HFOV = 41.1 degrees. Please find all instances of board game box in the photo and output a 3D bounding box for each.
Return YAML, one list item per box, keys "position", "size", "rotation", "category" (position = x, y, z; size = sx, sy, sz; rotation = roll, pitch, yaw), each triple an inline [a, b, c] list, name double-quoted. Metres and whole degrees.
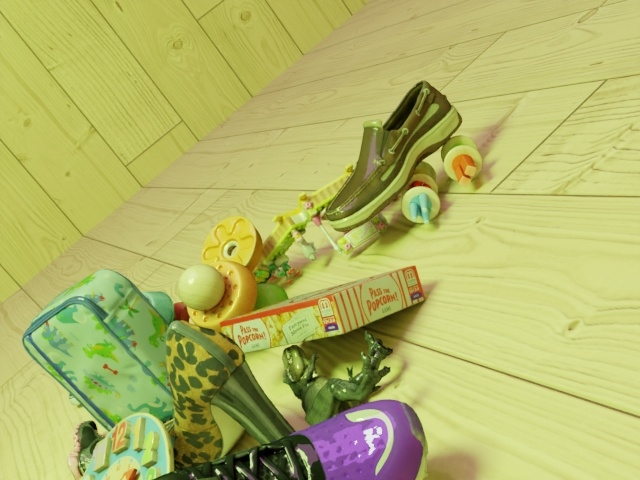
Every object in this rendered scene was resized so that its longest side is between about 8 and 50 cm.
- position: [0.001, 0.083, 0.985]
  size: [0.193, 0.045, 0.146]
  rotation: [-17, -1, 44]
  category: "board game box"

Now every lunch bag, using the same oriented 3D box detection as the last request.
- position: [-0.266, 0.156, 1.105]
  size: [0.176, 0.219, 0.090]
  rotation: [-26, 20, 37]
  category: "lunch bag"

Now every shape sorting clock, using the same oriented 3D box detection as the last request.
- position: [-0.217, 0.281, 0.894]
  size: [0.206, 0.040, 0.206]
  rotation: [-37, 36, 34]
  category: "shape sorting clock"

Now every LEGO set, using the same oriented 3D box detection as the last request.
- position: [0.000, 0.000, 1.252]
  size: [0.287, 0.107, 0.132]
  rotation: [-39, -17, 8]
  category: "LEGO set"

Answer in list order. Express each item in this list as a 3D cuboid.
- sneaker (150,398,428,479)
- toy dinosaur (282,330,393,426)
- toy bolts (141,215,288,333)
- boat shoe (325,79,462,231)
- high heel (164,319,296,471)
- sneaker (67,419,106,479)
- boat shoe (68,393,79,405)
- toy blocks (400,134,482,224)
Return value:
- position: [-0.056, 0.212, 0.669]
  size: [0.293, 0.146, 0.102]
  rotation: [-37, 44, 12]
  category: "sneaker"
- position: [0.022, 0.154, 0.842]
  size: [0.118, 0.064, 0.268]
  rotation: [-52, 18, 8]
  category: "toy dinosaur"
- position: [-0.189, 0.060, 1.178]
  size: [0.228, 0.158, 0.218]
  rotation: [-29, 53, 21]
  category: "toy bolts"
- position: [0.083, -0.123, 1.171]
  size: [0.257, 0.095, 0.095]
  rotation: [-47, 20, -25]
  category: "boat shoe"
- position: [-0.150, 0.164, 0.925]
  size: [0.261, 0.186, 0.093]
  rotation: [-16, 27, 46]
  category: "high heel"
- position: [-0.309, 0.282, 1.169]
  size: [0.057, 0.047, 0.119]
  rotation: [-22, 23, -1]
  category: "sneaker"
- position: [-0.370, 0.186, 1.432]
  size: [0.065, 0.083, 0.183]
  rotation: [-11, 32, 53]
  category: "boat shoe"
- position: [0.164, -0.077, 1.153]
  size: [0.123, 0.054, 0.148]
  rotation: [-31, 19, 17]
  category: "toy blocks"
